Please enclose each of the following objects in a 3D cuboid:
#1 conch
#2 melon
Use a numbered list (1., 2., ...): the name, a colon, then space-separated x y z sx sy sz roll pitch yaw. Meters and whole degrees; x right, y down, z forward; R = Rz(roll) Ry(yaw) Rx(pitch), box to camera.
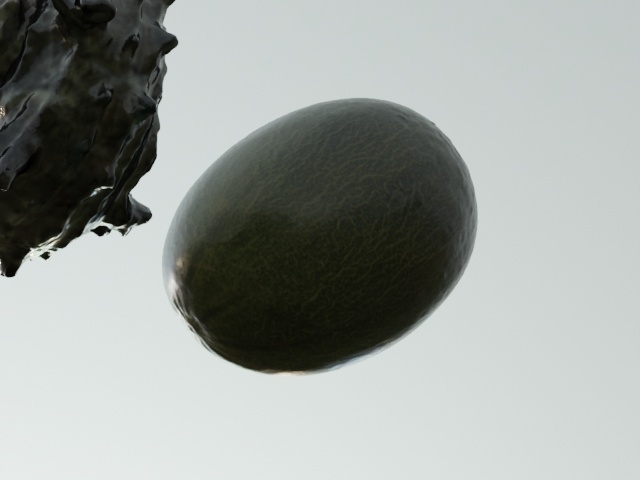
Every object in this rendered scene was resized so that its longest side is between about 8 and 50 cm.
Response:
1. conch: -0.216 -0.098 1.061 0.186 0.240 0.313 -5 -31 -34
2. melon: 0.000 0.000 1.399 0.302 0.237 0.237 -30 -16 -20
